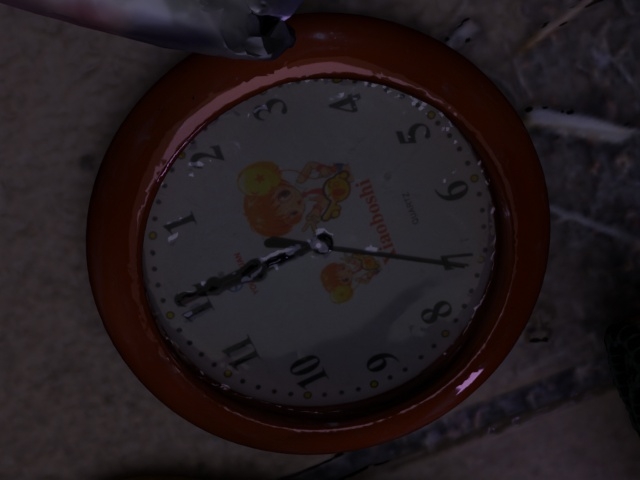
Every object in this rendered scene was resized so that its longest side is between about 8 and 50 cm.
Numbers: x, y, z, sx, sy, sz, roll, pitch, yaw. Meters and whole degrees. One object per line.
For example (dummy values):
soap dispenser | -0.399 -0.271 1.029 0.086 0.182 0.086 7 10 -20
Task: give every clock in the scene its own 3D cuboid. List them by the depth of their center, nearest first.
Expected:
clock | 0.000 0.000 0.721 0.205 0.051 0.205 -3 110 -7

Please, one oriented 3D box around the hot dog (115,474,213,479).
hot dog | -0.001 0.169 0.769 0.250 0.068 0.100 8 108 -9

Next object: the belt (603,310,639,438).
belt | 0.230 0.128 0.713 0.150 0.207 0.257 -26 93 3

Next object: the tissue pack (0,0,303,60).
tissue pack | -0.122 -0.155 0.499 0.242 0.343 0.125 16 103 -11
